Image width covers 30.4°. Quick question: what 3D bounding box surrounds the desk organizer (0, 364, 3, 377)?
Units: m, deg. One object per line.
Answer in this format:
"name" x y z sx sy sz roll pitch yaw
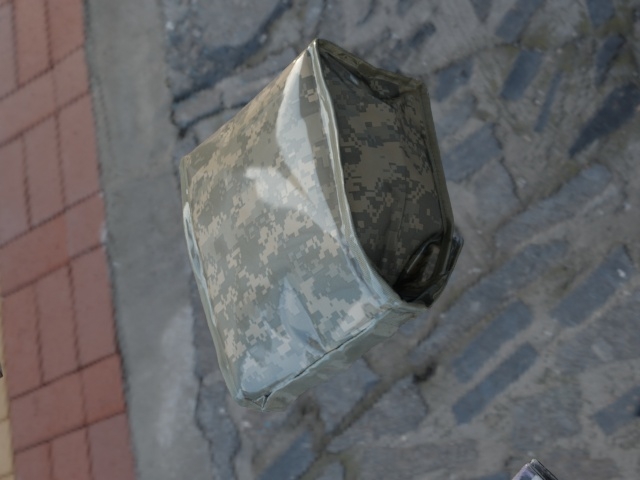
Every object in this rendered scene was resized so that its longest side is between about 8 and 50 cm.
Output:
"desk organizer" -0.331 0.094 1.097 0.047 0.050 0.130 -28 22 -10

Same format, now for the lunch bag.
"lunch bag" 0.000 0.000 1.110 0.235 0.169 0.287 -36 50 39

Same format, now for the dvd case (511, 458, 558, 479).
"dvd case" 0.184 0.280 0.817 0.221 0.018 0.164 44 126 18
